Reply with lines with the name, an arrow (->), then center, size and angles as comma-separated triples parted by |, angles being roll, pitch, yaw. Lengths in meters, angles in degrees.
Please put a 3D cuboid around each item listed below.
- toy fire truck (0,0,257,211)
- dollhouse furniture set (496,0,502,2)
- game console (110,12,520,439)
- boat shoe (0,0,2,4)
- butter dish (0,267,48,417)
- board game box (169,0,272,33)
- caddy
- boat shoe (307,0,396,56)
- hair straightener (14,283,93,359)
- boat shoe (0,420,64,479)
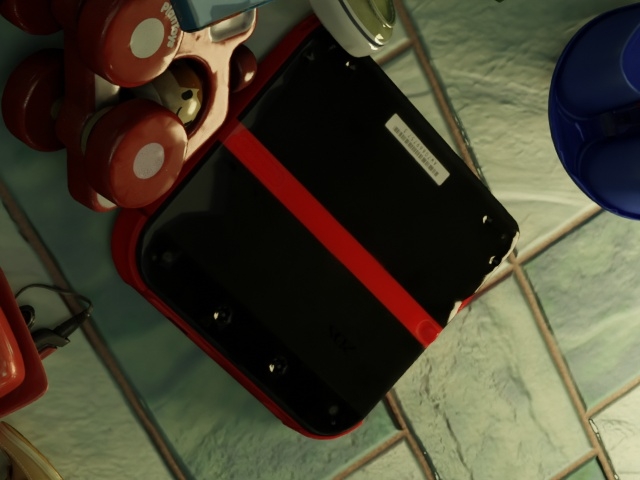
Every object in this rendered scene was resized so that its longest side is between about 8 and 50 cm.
toy fire truck -> -0.154, -0.182, 1.638 | 0.254, 0.169, 0.302 | -26, 132, -36
dollhouse furniture set -> 0.153, -0.318, 1.787 | 0.076, 0.058, 0.151 | -34, 121, -10
game console -> 0.000, 0.000, 1.855 | 0.342, 0.060, 0.386 | -49, 123, -6
boat shoe -> -0.409, -0.285, 1.487 | 0.340, 0.158, 0.127 | 39, 104, 3
butter dish -> -0.355, 0.103, 1.658 | 0.160, 0.118, 0.160 | -23, 87, -13
board game box -> -0.028, -0.370, 1.467 | 0.302, 0.086, 0.308 | -23, 100, -11
caddy -> 0.418, -0.157, 1.915 | 0.341, 0.179, 0.241 | -17, 95, -18
boat shoe -> 0.016, -0.314, 1.680 | 0.094, 0.109, 0.302 | -12, 121, 24
hair straightener -> -0.331, 0.115, 1.739 | 0.230, 0.047, 0.089 | -33, 121, -10
boat shoe -> -0.295, 0.259, 1.806 | 0.059, 0.063, 0.170 | -40, 123, -13
